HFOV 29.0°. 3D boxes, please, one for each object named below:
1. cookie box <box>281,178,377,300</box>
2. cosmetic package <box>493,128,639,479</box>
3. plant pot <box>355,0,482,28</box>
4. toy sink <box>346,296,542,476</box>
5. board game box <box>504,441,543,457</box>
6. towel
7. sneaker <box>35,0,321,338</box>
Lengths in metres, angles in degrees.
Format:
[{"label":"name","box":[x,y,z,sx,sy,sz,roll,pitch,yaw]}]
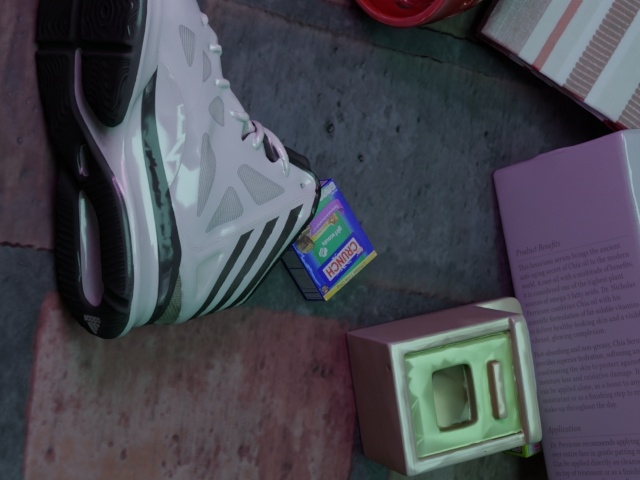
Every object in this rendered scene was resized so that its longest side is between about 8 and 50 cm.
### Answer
[{"label":"cookie box","box":[0.000,0.000,1.388,0.092,0.040,0.107,-42,113,-28]},{"label":"cosmetic package","box":[0.373,0.108,1.486,0.161,0.230,0.453,-6,84,-34]},{"label":"plant pot","box":[0.136,-0.347,1.401,0.174,0.191,0.191,-21,102,-42]},{"label":"toy sink","box":[0.168,0.162,1.421,0.234,0.131,0.152,-10,96,-22]},{"label":"board game box","box":[0.311,0.209,1.596,0.181,0.043,0.092,-13,96,-33]},{"label":"towel","box":[0.384,-0.268,1.552,0.329,0.037,0.237,33,86,-10]},{"label":"sneaker","box":[-0.134,-0.137,1.251,0.257,0.169,0.447,-7,101,-43]}]
